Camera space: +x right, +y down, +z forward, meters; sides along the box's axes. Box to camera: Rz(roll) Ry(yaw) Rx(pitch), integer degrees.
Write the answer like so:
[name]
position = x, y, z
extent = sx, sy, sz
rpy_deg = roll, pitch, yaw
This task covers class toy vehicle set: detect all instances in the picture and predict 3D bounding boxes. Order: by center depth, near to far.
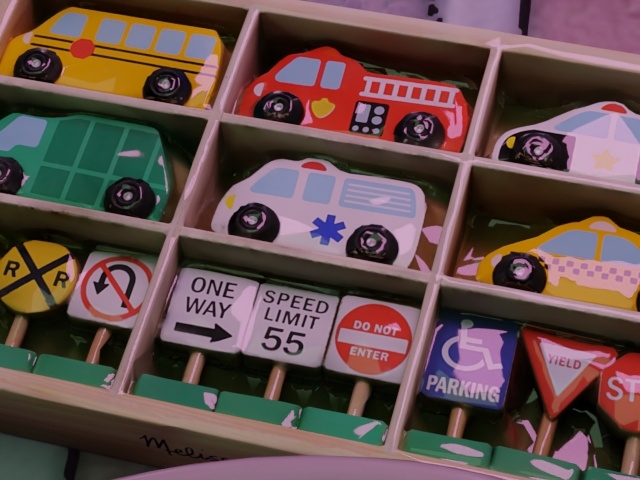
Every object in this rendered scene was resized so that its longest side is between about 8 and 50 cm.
[toy vehicle set]
position = 0.000, 0.000, 0.551
extent = 0.266, 0.035, 0.166
rpy_deg = 10, 60, 10

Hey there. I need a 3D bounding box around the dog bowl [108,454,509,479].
[dog bowl]
position = -0.040, 0.170, 0.312
extent = 0.348, 0.102, 0.349
rpy_deg = -13, 27, 7
